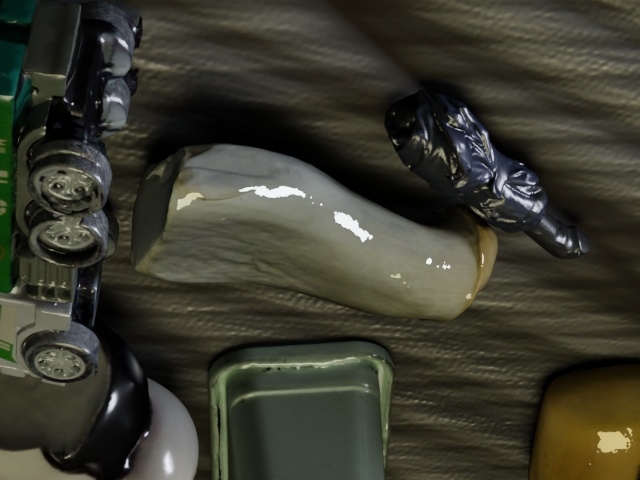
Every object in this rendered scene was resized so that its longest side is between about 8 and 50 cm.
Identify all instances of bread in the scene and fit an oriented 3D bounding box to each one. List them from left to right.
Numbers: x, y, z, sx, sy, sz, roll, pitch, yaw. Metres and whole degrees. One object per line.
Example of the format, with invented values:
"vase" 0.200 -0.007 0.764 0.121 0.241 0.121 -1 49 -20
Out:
"bread" 0.281 0.212 1.853 0.147 0.098 0.217 -9 143 -2

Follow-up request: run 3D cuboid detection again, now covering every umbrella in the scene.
"umbrella" 0.142 -0.040 1.541 0.071 0.071 0.248 -27 136 25

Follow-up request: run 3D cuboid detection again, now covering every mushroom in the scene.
"mushroom" 0.000 0.000 1.516 0.328 0.159 0.122 13 95 -27

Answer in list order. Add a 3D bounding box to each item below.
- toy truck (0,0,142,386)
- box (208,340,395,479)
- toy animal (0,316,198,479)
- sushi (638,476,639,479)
"toy truck" -0.233 -0.047 1.417 0.178 0.176 0.363 6 140 -1
"box" -0.015 0.259 1.804 0.175 0.182 0.312 -2 142 -4
"toy animal" -0.209 0.176 1.686 0.187 0.165 0.235 4 146 25
"sushi" 0.399 0.240 1.867 0.210 0.040 0.193 -28 146 -18
